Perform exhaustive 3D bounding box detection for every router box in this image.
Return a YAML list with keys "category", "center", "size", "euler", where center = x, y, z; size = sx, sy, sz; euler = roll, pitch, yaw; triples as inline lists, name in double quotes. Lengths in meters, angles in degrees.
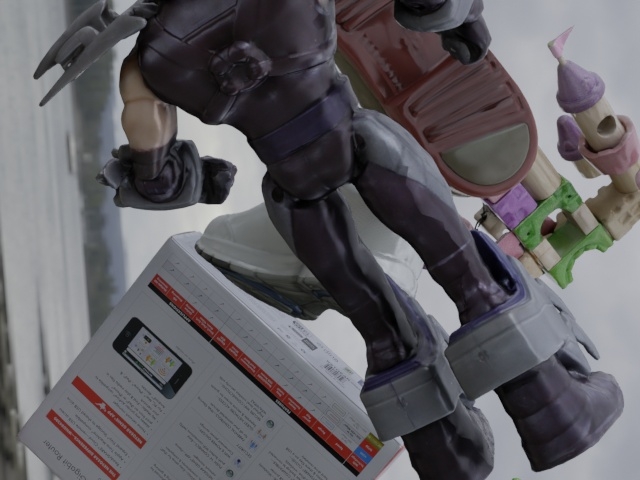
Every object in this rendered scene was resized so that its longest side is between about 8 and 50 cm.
- category: "router box"
  center: [-0.117, 0.209, 1.421]
  size: [0.301, 0.335, 0.082]
  euler: [-50, 170, 14]

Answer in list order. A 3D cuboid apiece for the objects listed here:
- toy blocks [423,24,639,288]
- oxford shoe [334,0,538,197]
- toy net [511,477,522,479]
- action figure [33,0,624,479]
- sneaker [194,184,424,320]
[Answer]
- category: "toy blocks"
  center: [0.222, -0.059, 1.443]
  size: [0.260, 0.288, 0.309]
  euler: [46, 2, -35]
- category: "oxford shoe"
  center: [0.036, -0.179, 1.036]
  size: [0.348, 0.123, 0.130]
  euler: [61, -12, -1]
- category: "toy net"
  center: [0.064, 0.240, 1.095]
  size: [0.122, 0.232, 0.045]
  euler: [-76, 153, -45]
- category: "action figure"
  center: [0.005, -0.030, 0.527]
  size: [0.285, 0.185, 0.099]
  euler: [57, 31, -9]
- category: "sneaker"
  center: [0.000, 0.000, 1.148]
  size: [0.297, 0.111, 0.129]
  euler: [7, -113, 51]
